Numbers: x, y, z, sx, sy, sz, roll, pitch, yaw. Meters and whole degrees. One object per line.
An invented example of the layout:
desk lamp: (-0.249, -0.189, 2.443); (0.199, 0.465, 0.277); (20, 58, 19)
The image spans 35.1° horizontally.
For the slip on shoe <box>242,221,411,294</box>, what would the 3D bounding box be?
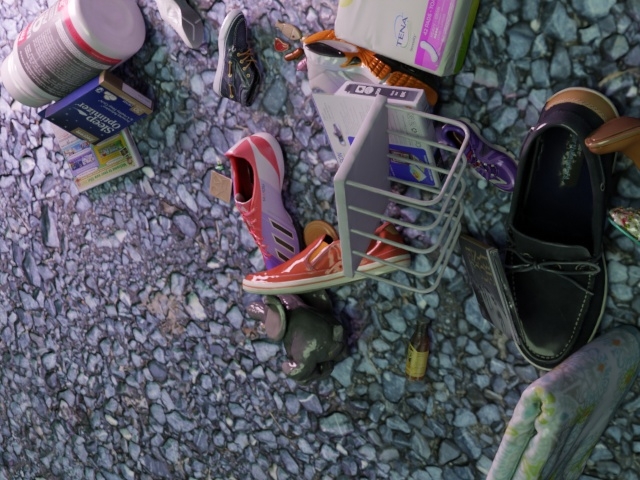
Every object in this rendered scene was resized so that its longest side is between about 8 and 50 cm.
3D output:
slip on shoe: (0.006, 0.041, 1.932); (0.331, 0.123, 0.101); (-14, 85, 15)

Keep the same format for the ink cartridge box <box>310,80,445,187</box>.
ink cartridge box: (0.105, -0.190, 1.790); (0.208, 0.045, 0.206); (11, 145, 28)

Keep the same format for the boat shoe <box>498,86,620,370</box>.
boat shoe: (0.384, 0.001, 1.668); (0.186, 0.156, 0.500); (16, 118, 26)

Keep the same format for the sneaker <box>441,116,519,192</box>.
sneaker: (0.272, -0.139, 1.739); (0.170, 0.071, 0.068); (41, 126, 13)

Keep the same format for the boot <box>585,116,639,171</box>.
boot: (0.499, -0.115, 1.534); (0.073, 0.197, 0.152); (-126, 22, -66)

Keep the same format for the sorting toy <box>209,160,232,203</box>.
sorting toy: (-0.204, -0.123, 2.106); (0.062, 0.012, 0.083); (29, 126, 28)

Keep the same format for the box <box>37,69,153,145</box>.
box: (-0.479, -0.270, 2.139); (0.225, 0.136, 0.037); (-22, 54, 33)

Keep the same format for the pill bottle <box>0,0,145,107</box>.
pill bottle: (-0.526, -0.399, 2.111); (0.318, 0.176, 0.176); (-25, 94, 38)

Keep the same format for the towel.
towel: (0.393, 0.339, 1.691); (0.090, 0.320, 0.375); (31, 124, 28)

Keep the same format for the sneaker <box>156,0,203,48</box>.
sneaker: (-0.282, -0.445, 2.011); (0.061, 0.053, 0.152); (-32, 83, 47)

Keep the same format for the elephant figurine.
elephant figurine: (-0.056, 0.160, 2.042); (0.186, 0.169, 0.239); (-40, 66, 10)

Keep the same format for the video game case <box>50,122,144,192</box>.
video game case: (-0.505, -0.225, 2.265); (0.212, 0.023, 0.193); (-17, 98, 37)

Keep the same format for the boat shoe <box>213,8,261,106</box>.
boat shoe: (-0.150, -0.350, 1.951); (0.083, 0.065, 0.183); (28, 129, 21)

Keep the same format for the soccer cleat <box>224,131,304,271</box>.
soccer cleat: (-0.116, -0.050, 2.006); (0.108, 0.116, 0.318); (3, 110, 39)

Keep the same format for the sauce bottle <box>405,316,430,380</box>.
sauce bottle: (0.190, 0.207, 1.953); (0.042, 0.042, 0.128); (19, 116, 27)

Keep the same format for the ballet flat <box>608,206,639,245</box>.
ballet flat: (0.562, 0.006, 1.582); (0.241, 0.091, 0.077); (36, 112, -6)

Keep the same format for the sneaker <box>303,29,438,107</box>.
sneaker: (0.090, -0.280, 1.807); (0.262, 0.099, 0.121); (26, 142, 21)

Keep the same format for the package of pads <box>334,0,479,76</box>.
package of pads: (0.154, -0.445, 1.677); (0.229, 0.101, 0.297); (25, 120, 23)

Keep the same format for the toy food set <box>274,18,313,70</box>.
toy food set: (-0.043, -0.358, 1.898); (0.122, 0.019, 0.078); (27, 122, 23)

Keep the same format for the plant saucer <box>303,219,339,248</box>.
plant saucer: (0.000, 0.000, 2.016); (0.083, 0.013, 0.084); (13, 114, 30)

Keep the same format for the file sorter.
file sorter: (0.143, -0.065, 1.710); (0.173, 0.193, 0.278); (18, 148, 16)

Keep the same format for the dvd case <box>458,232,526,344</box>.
dvd case: (0.291, 0.078, 1.746); (0.018, 0.221, 0.165); (-19, 99, -4)
